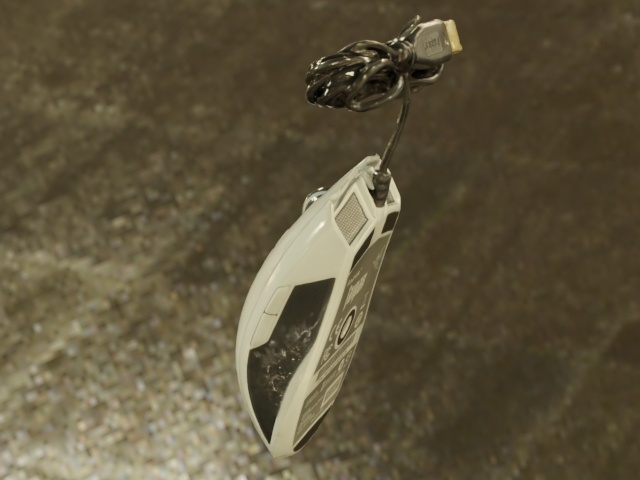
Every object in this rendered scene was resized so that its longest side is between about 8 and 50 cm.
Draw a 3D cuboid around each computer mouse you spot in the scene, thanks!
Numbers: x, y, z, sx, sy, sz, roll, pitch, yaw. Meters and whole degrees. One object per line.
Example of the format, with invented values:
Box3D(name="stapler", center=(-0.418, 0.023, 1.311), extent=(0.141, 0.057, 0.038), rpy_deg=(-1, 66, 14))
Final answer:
Box3D(name="computer mouse", center=(0.000, 0.000, 0.755), extent=(0.042, 0.193, 0.106), rpy_deg=(24, 26, 12))
